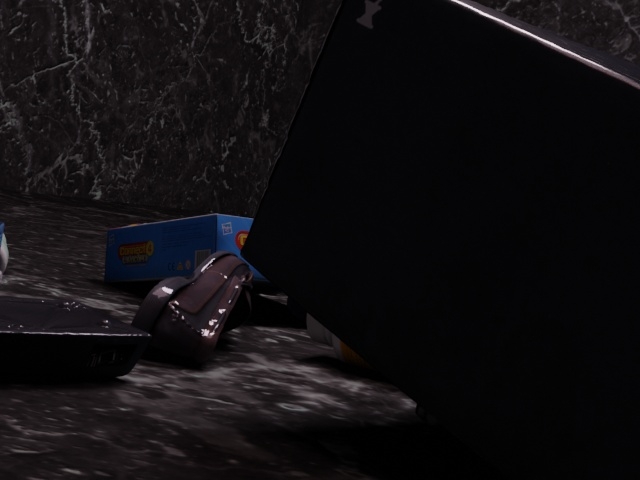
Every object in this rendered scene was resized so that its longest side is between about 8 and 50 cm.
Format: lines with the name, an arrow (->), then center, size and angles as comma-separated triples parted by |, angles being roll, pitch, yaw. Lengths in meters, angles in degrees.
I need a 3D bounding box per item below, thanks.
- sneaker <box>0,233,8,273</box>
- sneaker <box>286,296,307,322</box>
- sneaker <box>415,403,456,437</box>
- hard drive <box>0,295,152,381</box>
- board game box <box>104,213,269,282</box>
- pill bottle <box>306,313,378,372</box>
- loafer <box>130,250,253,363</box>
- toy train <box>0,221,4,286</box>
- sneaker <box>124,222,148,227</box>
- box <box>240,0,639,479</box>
sneaker -> -0.553, -0.009, 1.449 | 0.256, 0.094, 0.151 | 19, 7, -15
sneaker -> 0.020, 0.107, 1.592 | 0.144, 0.053, 0.059 | 15, -2, 0
sneaker -> 0.197, 0.162, 1.055 | 0.118, 0.107, 0.279 | 30, 18, 28
hard drive -> -0.306, 0.086, 0.981 | 0.255, 0.054, 0.172 | 7, 5, -41
board game box -> -0.123, 0.028, 1.630 | 0.302, 0.086, 0.308 | 7, -8, -40
pill bottle -> 0.095, 0.105, 1.273 | 0.215, 0.117, 0.117 | 12, 4, 28
loafer -> -0.129, 0.087, 1.259 | 0.095, 0.109, 0.302 | 30, 13, 8
toy train -> -0.471, 0.012, 1.275 | 0.184, 0.105, 0.080 | 10, 3, -9
sneaker -> -0.334, 0.004, 2.168 | 0.185, 0.069, 0.084 | 5, 9, 36
box -> 0.281, 0.015, 0.919 | 0.472, 0.297, 0.480 | 9, 21, -46
